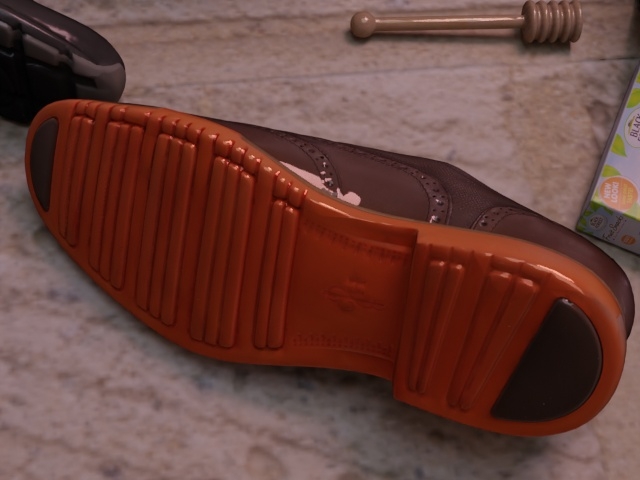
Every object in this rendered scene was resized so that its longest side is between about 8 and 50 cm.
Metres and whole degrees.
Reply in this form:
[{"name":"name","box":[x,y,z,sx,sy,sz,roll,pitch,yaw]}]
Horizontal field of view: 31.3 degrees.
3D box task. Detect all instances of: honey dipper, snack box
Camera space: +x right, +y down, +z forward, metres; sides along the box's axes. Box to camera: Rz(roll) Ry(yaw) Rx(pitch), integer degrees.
[{"name":"honey dipper","box":[0.101,-0.151,0.794,0.160,0.030,0.031,-2,60,-6]},{"name":"snack box","box":[0.237,-0.051,0.746,0.100,0.037,0.141,22,59,8]}]

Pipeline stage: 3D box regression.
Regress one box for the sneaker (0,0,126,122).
[{"name":"sneaker","box":[-0.234,-0.164,0.719,0.267,0.101,0.106,25,57,7]}]

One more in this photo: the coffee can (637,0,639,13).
[{"name":"coffee can","box":[0.379,-0.207,0.762,0.275,0.201,0.202,18,59,3]}]

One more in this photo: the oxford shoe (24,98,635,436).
[{"name":"oxford shoe","box":[0.000,0.000,0.663,0.363,0.130,0.133,22,27,14]}]
